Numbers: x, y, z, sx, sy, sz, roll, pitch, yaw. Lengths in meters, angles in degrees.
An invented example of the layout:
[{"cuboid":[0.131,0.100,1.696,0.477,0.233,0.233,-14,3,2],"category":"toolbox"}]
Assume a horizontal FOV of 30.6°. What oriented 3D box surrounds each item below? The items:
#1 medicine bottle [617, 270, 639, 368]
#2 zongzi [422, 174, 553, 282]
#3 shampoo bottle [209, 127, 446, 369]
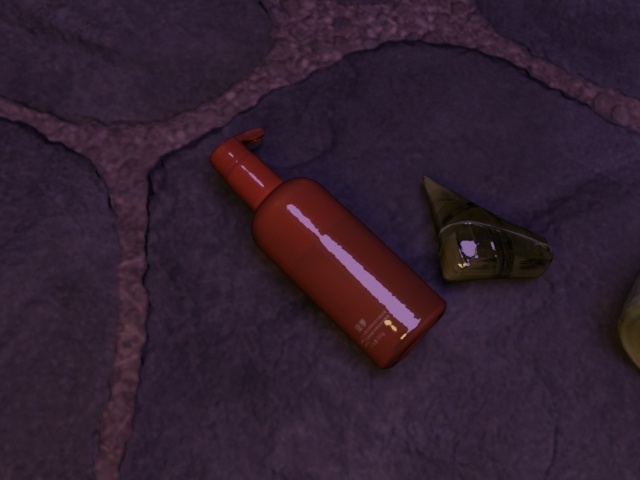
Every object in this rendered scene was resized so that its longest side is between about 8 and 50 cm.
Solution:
[{"cuboid":[0.354,0.052,1.031,0.147,0.147,0.143,36,61,5],"category":"medicine bottle"},{"cuboid":[0.153,-0.015,1.077,0.104,0.052,0.113,1,54,-20],"category":"zongzi"},{"cuboid":[-0.001,0.001,1.015,0.085,0.085,0.244,-39,78,-24],"category":"shampoo bottle"}]
